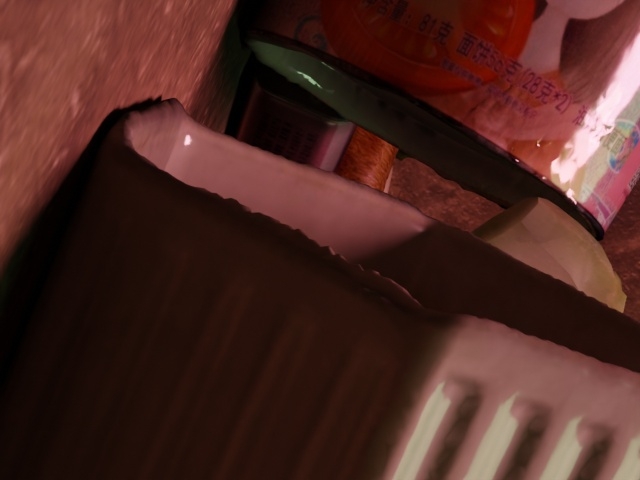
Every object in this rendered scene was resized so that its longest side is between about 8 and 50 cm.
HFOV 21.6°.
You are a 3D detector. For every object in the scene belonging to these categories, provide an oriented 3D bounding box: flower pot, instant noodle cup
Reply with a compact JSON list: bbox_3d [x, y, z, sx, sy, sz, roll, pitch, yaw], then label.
[{"bbox_3d":[0.001,0.083,0.537,0.209,0.239,0.190,10,107,-60],"label":"flower pot"},{"bbox_3d":[0.101,-0.145,0.776,0.231,0.243,0.243,-60,180,-2],"label":"instant noodle cup"}]

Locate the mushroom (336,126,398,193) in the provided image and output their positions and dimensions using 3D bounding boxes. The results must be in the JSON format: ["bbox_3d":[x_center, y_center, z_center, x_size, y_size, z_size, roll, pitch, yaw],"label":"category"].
[{"bbox_3d":[-0.014,-0.005,1.281,0.194,0.138,0.231,-36,144,-61],"label":"mushroom"}]

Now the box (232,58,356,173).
[{"bbox_3d":[-0.013,-0.069,0.985,0.224,0.069,0.120,117,-3,-60],"label":"box"}]

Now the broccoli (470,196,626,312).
[{"bbox_3d":[0.033,0.085,0.756,0.270,0.270,0.270,-47,-165,48],"label":"broccoli"}]

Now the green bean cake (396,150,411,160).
[{"bbox_3d":[0.111,-0.209,1.319,0.247,0.156,0.250,-54,177,-21],"label":"green bean cake"}]
